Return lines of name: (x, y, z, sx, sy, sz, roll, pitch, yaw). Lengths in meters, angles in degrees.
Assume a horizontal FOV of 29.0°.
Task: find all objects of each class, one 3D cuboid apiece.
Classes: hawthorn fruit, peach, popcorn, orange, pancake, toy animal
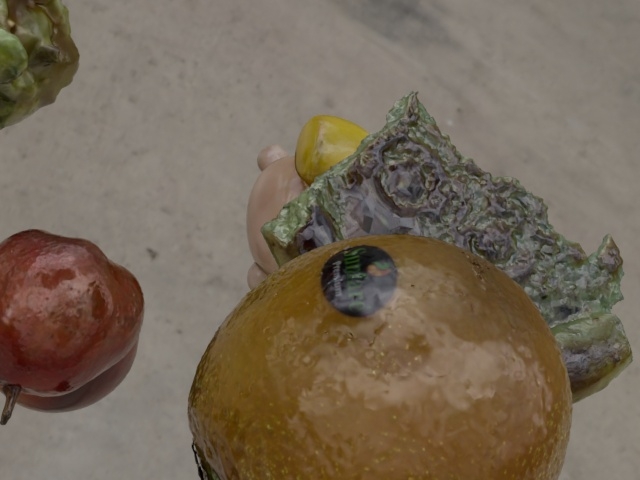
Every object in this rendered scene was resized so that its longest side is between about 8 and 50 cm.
hawthorn fruit: (-0.312, 0.103, 1.392, 0.196, 0.196, 0.225, 26, 62, -9)
peach: (-0.394, 0.156, 1.882, 0.243, 0.243, 0.200, -19, 103, -46)
popcorn: (-0.527, -0.304, 1.885, 0.274, 0.279, 0.335, 38, 38, 7)
orange: (0.042, 0.127, 0.880, 0.274, 0.274, 0.274, 19, 39, -17)
pancake: (0.160, 0.033, 1.291, 0.426, 0.067, 0.305, 35, 62, -10)
toy animal: (0.014, 0.009, 1.844, 0.277, 0.246, 0.345, 20, 57, -50)
